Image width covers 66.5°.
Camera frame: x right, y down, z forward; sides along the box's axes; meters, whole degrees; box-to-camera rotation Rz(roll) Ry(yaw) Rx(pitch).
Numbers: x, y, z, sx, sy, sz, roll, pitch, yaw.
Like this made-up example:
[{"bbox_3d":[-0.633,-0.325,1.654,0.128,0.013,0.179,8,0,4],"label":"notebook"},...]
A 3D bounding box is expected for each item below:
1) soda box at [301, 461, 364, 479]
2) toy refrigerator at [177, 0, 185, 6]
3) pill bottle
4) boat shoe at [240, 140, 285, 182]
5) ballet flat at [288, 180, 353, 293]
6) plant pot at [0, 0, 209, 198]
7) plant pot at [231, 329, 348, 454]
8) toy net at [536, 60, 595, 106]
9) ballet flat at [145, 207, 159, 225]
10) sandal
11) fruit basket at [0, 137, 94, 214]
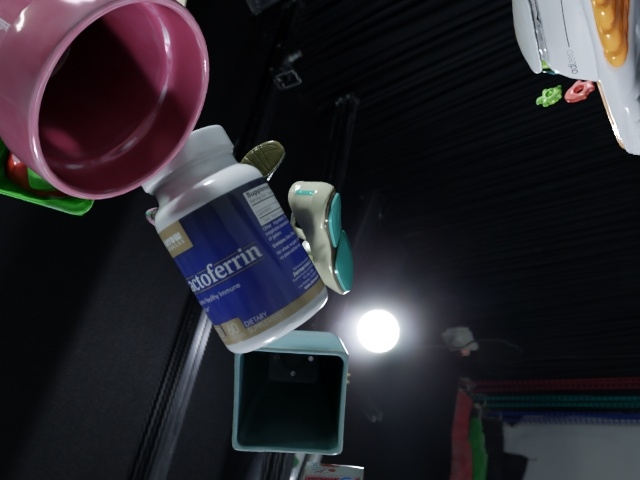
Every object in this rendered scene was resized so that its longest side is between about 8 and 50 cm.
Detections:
[{"bbox_3d":[0.011,0.462,0.689,0.083,0.092,0.263,-7,-81,-83],"label":"soda box"},{"bbox_3d":[-0.280,-0.518,0.870,0.102,0.269,0.094,10,-122,-17],"label":"toy refrigerator"},{"bbox_3d":[-0.116,-0.003,0.631,0.264,0.153,0.153,60,-145,-5],"label":"pill bottle"},{"bbox_3d":[-0.173,-0.172,1.276,0.080,0.223,0.073,53,-163,14],"label":"boat shoe"},{"bbox_3d":[0.000,0.000,0.738,0.248,0.086,0.086,77,-159,-53],"label":"ballet flat"},{"bbox_3d":[-0.241,-0.170,0.470,0.180,0.201,0.201,34,-149,15],"label":"plant pot"},{"bbox_3d":[-0.068,0.332,1.190,0.252,0.247,0.248,-91,4,-81],"label":"plant pot"},{"bbox_3d":[0.442,-0.286,0.749,0.045,0.232,0.122,32,-110,-31],"label":"toy net"},{"bbox_3d":[-0.375,-0.048,1.328,0.221,0.079,0.077,20,-87,-51],"label":"ballet flat"},{"bbox_3d":[0.181,-0.151,0.349,0.265,0.076,0.102,44,-120,-39],"label":"sandal"},{"bbox_3d":[-0.529,-0.248,1.013,0.283,0.392,0.392,17,-121,-15],"label":"fruit basket"}]
